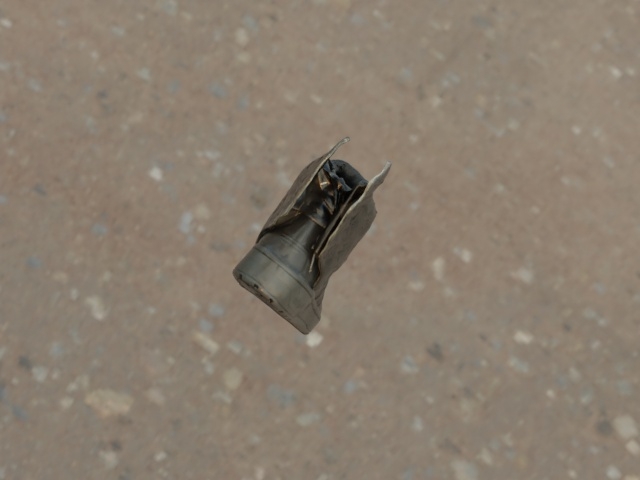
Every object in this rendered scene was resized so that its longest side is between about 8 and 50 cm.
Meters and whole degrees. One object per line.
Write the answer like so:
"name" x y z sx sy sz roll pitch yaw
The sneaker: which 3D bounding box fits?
"sneaker" -0.002 -0.002 0.772 0.051 0.089 0.170 37 -4 5
